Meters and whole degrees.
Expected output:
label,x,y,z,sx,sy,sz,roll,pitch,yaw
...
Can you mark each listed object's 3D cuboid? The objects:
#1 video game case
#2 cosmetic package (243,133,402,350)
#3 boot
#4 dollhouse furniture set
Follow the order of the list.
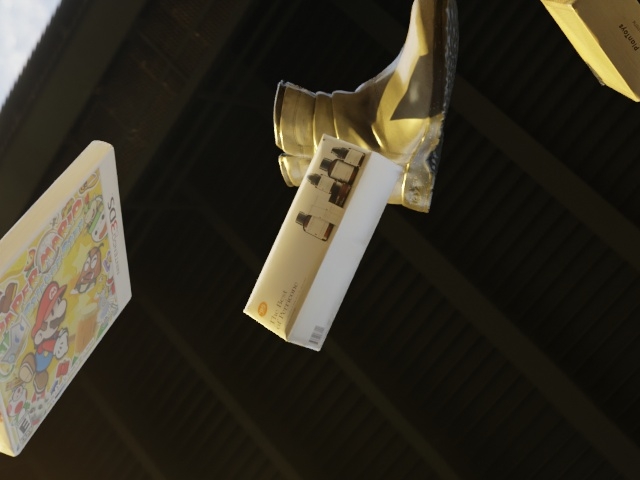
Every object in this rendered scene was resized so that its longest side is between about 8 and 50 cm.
label,x,y,z,sx,sy,sz,roll,pitch,yaw
video game case,-0.245,0.051,0.891,0.026,0.227,0.206,15,-47,13
cosmetic package,0.000,0.000,1.138,0.099,0.060,0.239,27,-87,51
boot,0.047,-0.171,1.189,0.223,0.118,0.338,12,-45,7
dollhouse furniture set,0.324,-0.238,0.806,0.242,0.161,0.212,-36,-80,13
